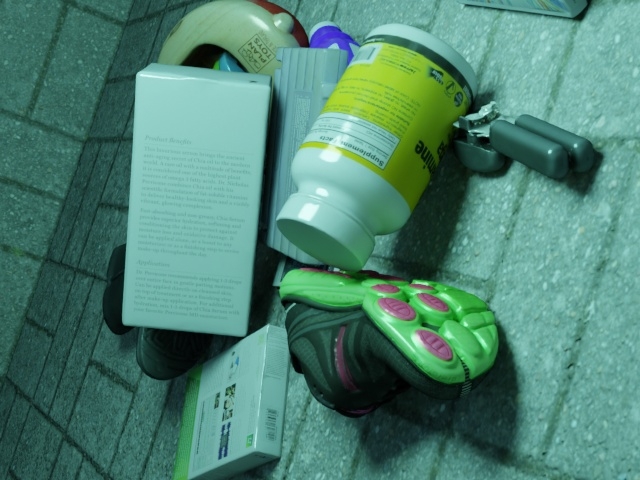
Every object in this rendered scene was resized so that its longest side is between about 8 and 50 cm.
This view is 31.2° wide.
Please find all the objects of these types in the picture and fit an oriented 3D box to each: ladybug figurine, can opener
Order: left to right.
[{"bbox_3d":[-0.158,-0.329,2.270,0.162,0.305,0.449,-45,8,-38],"label":"ladybug figurine"},{"bbox_3d":[0.266,-0.126,1.528,0.280,0.074,0.093,-146,43,-65],"label":"can opener"}]

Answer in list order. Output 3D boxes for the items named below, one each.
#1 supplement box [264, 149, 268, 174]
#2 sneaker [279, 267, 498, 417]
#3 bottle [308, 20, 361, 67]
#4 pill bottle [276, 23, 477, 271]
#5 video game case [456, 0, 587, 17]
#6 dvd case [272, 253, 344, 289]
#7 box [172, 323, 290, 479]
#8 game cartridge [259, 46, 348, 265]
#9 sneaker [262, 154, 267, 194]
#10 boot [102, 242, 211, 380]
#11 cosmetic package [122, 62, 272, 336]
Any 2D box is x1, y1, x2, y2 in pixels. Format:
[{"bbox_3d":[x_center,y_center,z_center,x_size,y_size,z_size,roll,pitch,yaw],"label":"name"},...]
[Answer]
[{"bbox_3d":[-0.052,-0.149,2.119,0.056,0.083,0.083,7,78,63],"label":"supplement box"},{"bbox_3d":[0.090,0.154,1.583,0.483,0.185,0.202,-168,79,-67],"label":"sneaker"},{"bbox_3d":[0.035,-0.298,2.045,0.118,0.092,0.282,-58,28,28],"label":"bottle"},{"bbox_3d":[0.077,-0.130,1.655,0.333,0.188,0.188,-60,23,-16],"label":"pill bottle"},{"bbox_3d":[0.203,-0.448,1.614,0.036,0.300,0.329,-44,26,-7],"label":"video game case"},{"bbox_3d":[0.000,0.000,1.977,0.239,0.030,0.179,-4,69,63],"label":"dvd case"},{"bbox_3d":[-0.161,0.306,2.047,0.322,0.059,0.232,-32,45,50],"label":"box"},{"bbox_3d":[-0.027,-0.149,1.947,0.230,0.068,0.354,21,107,61],"label":"game cartridge"},{"bbox_3d":[-0.176,-0.149,2.189,0.094,0.235,0.153,6,43,22],"label":"sneaker"},{"bbox_3d":[-0.374,0.143,2.461,0.445,0.146,0.366,-18,49,55],"label":"boot"},{"bbox_3d":[-0.218,-0.073,2.041,0.161,0.230,0.453,-90,6,-75],"label":"cosmetic package"}]
